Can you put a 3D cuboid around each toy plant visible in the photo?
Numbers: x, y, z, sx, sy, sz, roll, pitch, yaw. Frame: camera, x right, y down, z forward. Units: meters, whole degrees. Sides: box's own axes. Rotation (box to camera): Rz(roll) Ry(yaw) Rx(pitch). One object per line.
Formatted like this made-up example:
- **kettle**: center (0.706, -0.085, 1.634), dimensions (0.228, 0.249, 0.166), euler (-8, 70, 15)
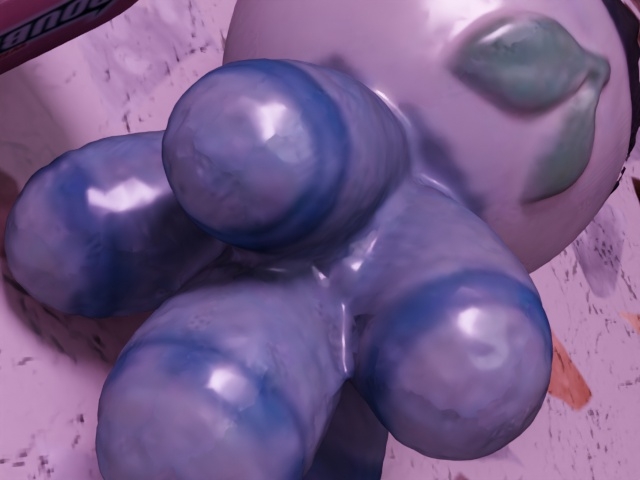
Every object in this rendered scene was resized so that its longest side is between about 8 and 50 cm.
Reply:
- **toy plant**: center (0.000, 0.000, 0.578), dimensions (0.247, 0.247, 0.332), euler (49, 44, -12)

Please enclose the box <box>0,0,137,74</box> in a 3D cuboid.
- **box**: center (-0.233, -0.228, 0.499), dimensions (0.190, 0.112, 0.370), euler (-34, 92, -27)
